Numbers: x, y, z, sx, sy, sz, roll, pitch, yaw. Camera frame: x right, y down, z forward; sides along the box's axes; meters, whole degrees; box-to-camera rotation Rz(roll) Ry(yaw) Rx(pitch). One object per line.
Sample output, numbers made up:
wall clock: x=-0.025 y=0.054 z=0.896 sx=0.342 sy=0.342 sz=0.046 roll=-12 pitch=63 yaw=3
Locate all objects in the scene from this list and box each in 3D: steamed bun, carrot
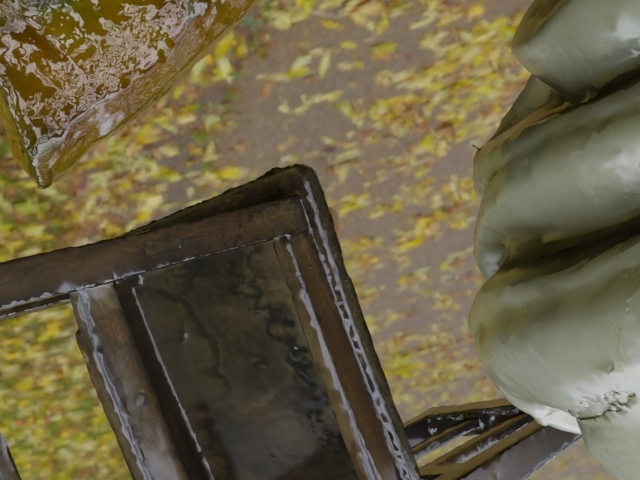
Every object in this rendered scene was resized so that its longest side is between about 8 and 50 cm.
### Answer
steamed bun: x=0.217 y=-0.051 z=0.572 sx=0.352 sy=0.339 sz=0.247 roll=-40 pitch=120 yaw=-9
carrot: x=-0.158 y=-0.228 z=0.842 sx=0.341 sy=0.241 sz=0.241 roll=-47 pitch=162 yaw=-11

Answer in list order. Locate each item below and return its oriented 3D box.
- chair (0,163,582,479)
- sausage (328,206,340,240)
chair: x=-0.033 y=0.078 z=0.666 sx=0.416 sy=0.241 sz=0.203 roll=-25 pitch=-176 yaw=-43
sausage: x=0.000 y=0.000 z=0.865 sx=0.031 sy=0.031 sz=0.107 roll=-19 pitch=-166 yaw=5
